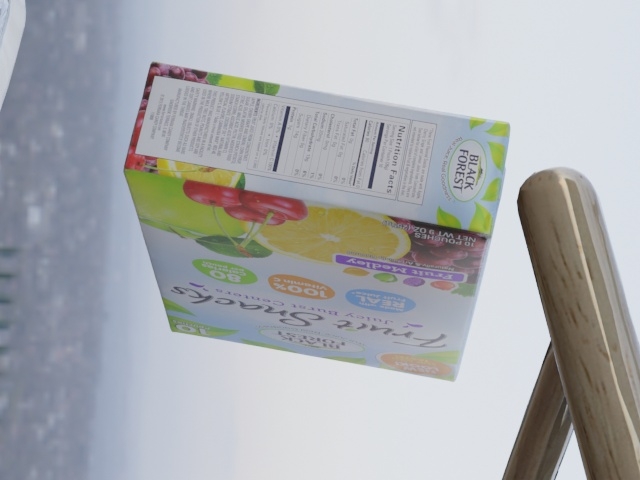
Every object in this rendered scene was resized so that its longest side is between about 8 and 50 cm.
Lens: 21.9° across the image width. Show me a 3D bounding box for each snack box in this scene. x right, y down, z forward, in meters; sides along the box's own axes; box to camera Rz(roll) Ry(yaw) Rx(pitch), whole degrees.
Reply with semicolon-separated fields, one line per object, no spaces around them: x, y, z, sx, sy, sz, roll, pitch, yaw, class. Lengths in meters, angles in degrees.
0.000;0.000;0.498;0.141;0.100;0.037;90;12;-70;snack box

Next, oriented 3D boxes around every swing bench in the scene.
0.188;0.108;0.377;0.165;0.253;0.255;97;-19;-50;swing bench

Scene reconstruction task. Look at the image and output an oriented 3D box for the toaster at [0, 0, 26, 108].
-0.210;-0.050;0.696;0.146;0.129;0.227;180;-67;-80;toaster
